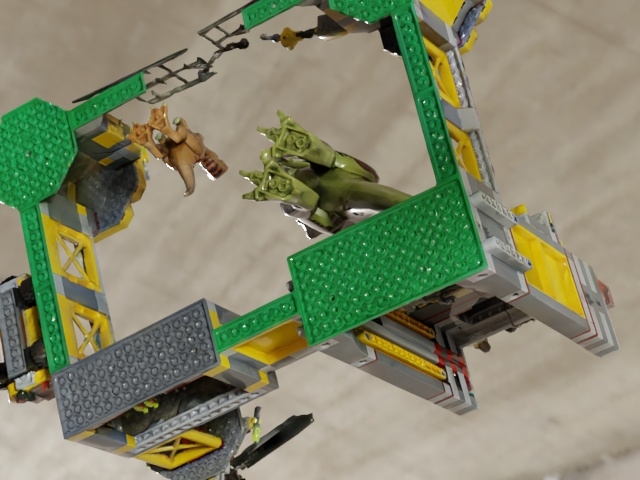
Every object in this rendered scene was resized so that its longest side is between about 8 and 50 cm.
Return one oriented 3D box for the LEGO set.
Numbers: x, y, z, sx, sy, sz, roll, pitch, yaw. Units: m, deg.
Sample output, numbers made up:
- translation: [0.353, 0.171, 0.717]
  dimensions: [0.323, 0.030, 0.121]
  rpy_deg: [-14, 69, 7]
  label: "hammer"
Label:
- translation: [0.000, 0.000, 0.987]
  dimensions: [0.331, 0.192, 0.255]
  rpy_deg: [-33, -120, 18]
  label: "LEGO set"
